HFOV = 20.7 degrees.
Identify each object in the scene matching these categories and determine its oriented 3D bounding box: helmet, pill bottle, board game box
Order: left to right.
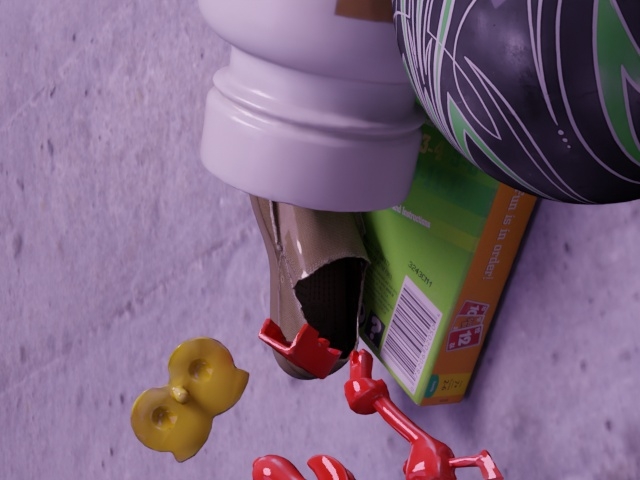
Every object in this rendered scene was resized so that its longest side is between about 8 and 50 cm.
[{"bbox_3d":[0.013,-0.136,0.799,0.131,0.131,0.229,36,121,52],"label":"pill bottle"},{"bbox_3d":[0.066,-0.058,0.871,0.124,0.039,0.259,49,133,46],"label":"board game box"},{"bbox_3d":[0.106,-0.098,0.684,0.169,0.162,0.169,4,94,58],"label":"helmet"}]

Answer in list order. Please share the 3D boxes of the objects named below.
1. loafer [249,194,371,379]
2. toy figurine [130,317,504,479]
[{"bbox_3d":[0.000,0.000,0.903,0.050,0.056,0.148,5,105,58],"label":"loafer"},{"bbox_3d":[-0.025,0.244,0.880,0.191,0.217,0.362,23,80,32],"label":"toy figurine"}]
